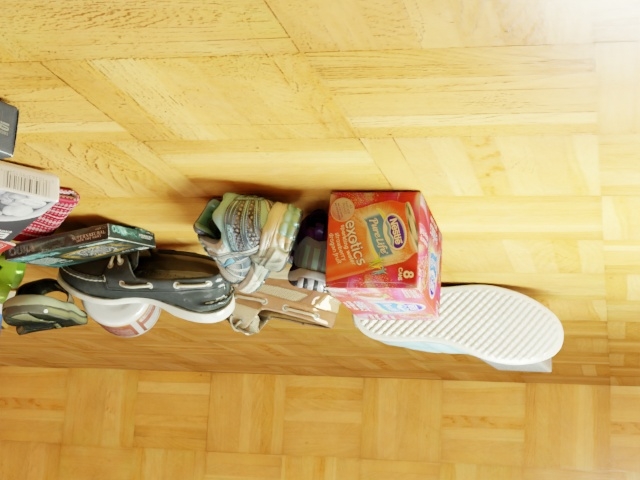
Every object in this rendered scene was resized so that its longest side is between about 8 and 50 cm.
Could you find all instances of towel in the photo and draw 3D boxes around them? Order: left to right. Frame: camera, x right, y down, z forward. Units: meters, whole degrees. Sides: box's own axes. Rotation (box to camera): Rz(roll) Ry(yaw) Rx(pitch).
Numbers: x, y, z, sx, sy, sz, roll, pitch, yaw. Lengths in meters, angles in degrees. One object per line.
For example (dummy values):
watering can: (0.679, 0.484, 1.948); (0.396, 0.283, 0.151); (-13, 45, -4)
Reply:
towel: (-0.452, -0.041, 1.678); (0.199, 0.031, 0.275); (7, 167, -20)

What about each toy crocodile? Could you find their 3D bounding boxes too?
toy crocodile: (-0.595, 0.066, 2.038); (0.115, 0.105, 0.341); (13, 165, -38)

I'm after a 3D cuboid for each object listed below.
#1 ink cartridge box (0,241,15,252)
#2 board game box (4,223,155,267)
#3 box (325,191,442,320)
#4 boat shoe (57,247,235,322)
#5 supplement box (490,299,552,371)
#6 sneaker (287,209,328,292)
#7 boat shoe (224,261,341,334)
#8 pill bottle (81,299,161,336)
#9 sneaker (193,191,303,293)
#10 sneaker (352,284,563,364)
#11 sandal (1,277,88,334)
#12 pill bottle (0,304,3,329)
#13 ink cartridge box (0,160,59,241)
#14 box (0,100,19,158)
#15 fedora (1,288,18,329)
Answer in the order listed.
ink cartridge box: (-0.607, 0.006, 1.734); (0.261, 0.066, 0.296); (23, 161, -24)
board game box: (-0.359, 0.009, 1.809); (0.186, 0.026, 0.126); (-11, 169, 22)
box: (0.090, 0.026, 1.612); (0.123, 0.128, 0.257); (1, 167, 12)
boat shoe: (-0.278, 0.048, 1.915); (0.303, 0.114, 0.091); (7, 128, 11)
supplement box: (0.375, 0.185, 2.315); (0.114, 0.111, 0.220); (-1, 167, 20)
sneaker: (0.000, 0.000, 1.666); (0.083, 0.098, 0.223); (11, -168, -5)
boat shoe: (-0.122, 0.096, 2.020); (0.325, 0.116, 0.123); (1, 168, 12)
pill bottle: (-0.342, 0.104, 2.107); (0.121, 0.121, 0.216); (3, 168, -1)
sneaker: (-0.109, -0.012, 1.621); (0.122, 0.110, 0.283); (24, 162, -8)
sneaker: (0.243, 0.140, 2.146); (0.366, 0.135, 0.150); (11, 176, 6)
sandal: (-0.448, 0.100, 1.971); (0.120, 0.086, 0.303); (-8, 171, -8)
pill bottle: (-0.651, 0.163, 2.225); (0.124, 0.221, 0.124); (3, 169, 1)
ink cartridge box: (-0.465, -0.048, 1.509); (0.206, 0.045, 0.208); (13, 153, -34)
box: (-0.446, -0.129, 1.194); (0.183, 0.059, 0.233); (-5, 165, 34)
fedora: (-0.673, 0.137, 2.452); (0.194, 0.079, 0.194); (3, 169, 1)
